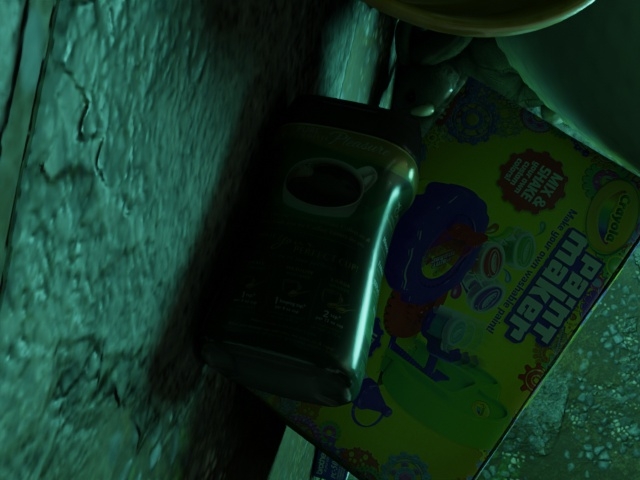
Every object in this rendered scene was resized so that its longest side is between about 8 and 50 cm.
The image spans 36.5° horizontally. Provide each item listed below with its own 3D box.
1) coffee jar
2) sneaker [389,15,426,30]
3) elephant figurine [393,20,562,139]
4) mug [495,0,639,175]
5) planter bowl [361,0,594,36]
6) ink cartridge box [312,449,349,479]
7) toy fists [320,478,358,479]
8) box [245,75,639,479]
[{"bbox_3d":[0.000,0.000,0.584,0.079,0.096,0.184,82,24,-62],"label":"coffee jar"},{"bbox_3d":[0.118,-0.274,0.931,0.286,0.109,0.130,-38,148,-60],"label":"sneaker"},{"bbox_3d":[0.146,-0.174,1.007,0.186,0.239,0.169,-41,114,-68],"label":"elephant figurine"},{"bbox_3d":[0.319,-0.219,0.734,0.374,0.328,0.276,-45,136,-3],"label":"mug"},{"bbox_3d":[0.025,-0.175,0.367,0.090,0.217,0.217,-6,-114,62],"label":"planter bowl"},{"bbox_3d":[0.042,0.222,1.284,0.207,0.046,0.097,-55,158,-66],"label":"ink cartridge box"},{"bbox_3d":[0.044,0.457,1.329,0.096,0.142,0.279,-47,148,-71],"label":"toy fists"},{"bbox_3d":[0.109,0.074,0.809,0.290,0.177,0.279,-52,165,-11],"label":"box"}]
